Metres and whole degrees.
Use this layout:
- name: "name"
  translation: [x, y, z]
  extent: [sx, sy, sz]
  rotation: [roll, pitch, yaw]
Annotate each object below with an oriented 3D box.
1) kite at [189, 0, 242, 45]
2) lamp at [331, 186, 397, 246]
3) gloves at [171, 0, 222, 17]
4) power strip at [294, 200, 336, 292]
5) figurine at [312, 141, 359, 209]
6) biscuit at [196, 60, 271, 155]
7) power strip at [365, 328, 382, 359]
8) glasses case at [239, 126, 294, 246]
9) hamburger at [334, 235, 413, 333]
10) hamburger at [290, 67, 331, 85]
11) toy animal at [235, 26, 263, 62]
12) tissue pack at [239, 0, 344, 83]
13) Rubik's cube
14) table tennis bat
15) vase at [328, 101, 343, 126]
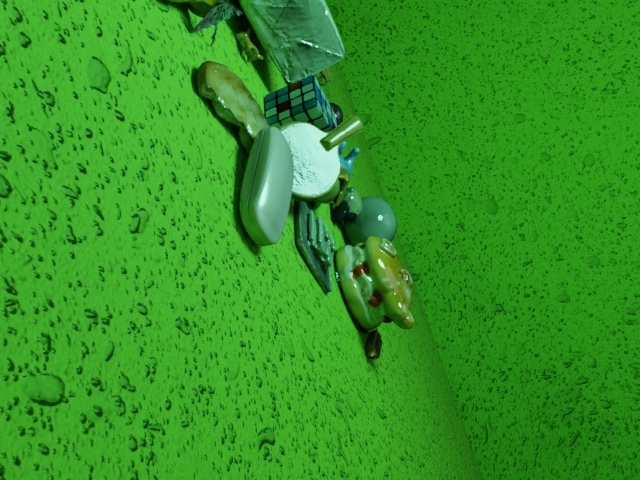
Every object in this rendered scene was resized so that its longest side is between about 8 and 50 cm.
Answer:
- name: "kite"
  translation: [-0.224, -0.470, 1.359]
  extent: [0.011, 0.139, 0.157]
  rotation: [55, -26, 9]
- name: "lamp"
  translation: [0.140, -0.070, 2.071]
  extent: [0.243, 0.197, 0.198]
  rotation: [35, 30, -26]
- name: "gloves"
  translation: [-0.302, -0.543, 1.225]
  extent: [0.133, 0.116, 0.294]
  rotation: [45, 16, 19]
- name: "power strip"
  translation: [0.000, 0.000, 1.626]
  extent: [0.213, 0.064, 0.198]
  rotation: [-96, 162, -49]
- name: "figurine"
  translation: [0.018, -0.213, 1.798]
  extent: [0.153, 0.180, 0.262]
  rotation: [36, 39, -32]
- name: "biscuit"
  translation: [-0.178, -0.283, 1.374]
  extent: [0.299, 0.045, 0.154]
  rotation: [53, 28, -48]
- name: "power strip"
  translation: [0.156, 0.311, 1.854]
  extent: [0.178, 0.028, 0.049]
  rotation: [-50, 119, -75]
- name: "glasses case"
  translation: [-0.107, -0.117, 1.304]
  extent: [0.297, 0.075, 0.113]
  rotation: [-82, 152, -42]
- name: "hamburger"
  translation: [0.169, 0.131, 1.841]
  extent: [0.303, 0.186, 0.261]
  rotation: [-88, 153, -52]
- name: "hamburger"
  translation: [-0.063, -0.616, 2.103]
  extent: [0.237, 0.148, 0.237]
  rotation: [-12, 90, -76]
- name: "toy animal"
  translation: [-0.188, -0.520, 1.672]
  extent: [0.081, 0.060, 0.083]
  rotation: [11, 50, -26]
- name: "tissue pack"
  translation: [-0.108, -0.674, 1.791]
  extent: [0.297, 0.207, 0.380]
  rotation: [56, 10, -46]
- name: "Rubik's cube"
  translation: [-0.050, -0.324, 1.708]
  extent: [0.151, 0.154, 0.155]
  rotation: [-96, 159, -45]
- name: "table tennis bat"
  translation: [-0.007, -0.225, 1.578]
  extent: [0.321, 0.050, 0.198]
  rotation: [-39, 97, -31]
- name: "vase"
  translation: [-0.003, -0.448, 2.188]
  extent: [0.183, 0.120, 0.120]
  rotation: [37, 32, -39]
